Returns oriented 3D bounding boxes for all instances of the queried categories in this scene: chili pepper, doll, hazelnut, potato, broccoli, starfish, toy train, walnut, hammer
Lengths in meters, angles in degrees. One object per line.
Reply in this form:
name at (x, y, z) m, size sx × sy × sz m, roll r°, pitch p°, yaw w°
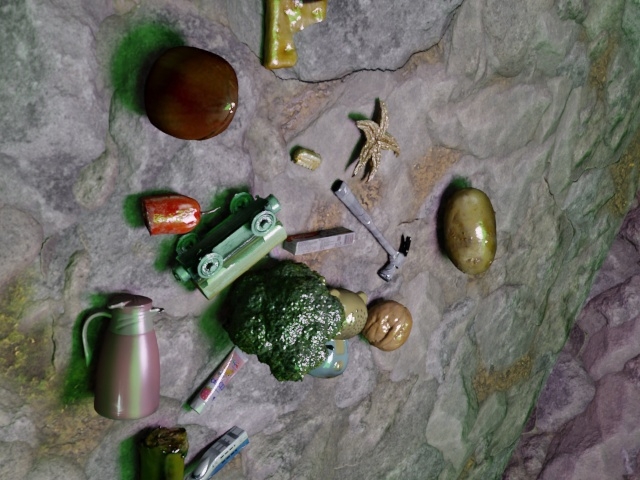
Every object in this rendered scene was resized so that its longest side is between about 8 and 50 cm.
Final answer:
chili pepper at (-0.312, -0.062, 1.546) m, size 0.192 × 0.084 × 0.086 m, roll -9°, pitch 132°, yaw -35°
doll at (0.032, 0.257, 1.969) m, size 0.177 × 0.161 × 0.260 m, roll 12°, pitch 104°, yaw -44°
hazelnut at (-0.252, -0.292, 1.401) m, size 0.208 × 0.208 × 0.208 m, roll -20°, pitch 123°, yaw -35°
potato at (0.486, -0.029, 2.233) m, size 0.210 × 0.173 × 0.307 m, roll -62°, pitch 145°, yaw -58°
broccoli at (-0.084, 0.215, 1.790) m, size 0.321 × 0.304 × 0.283 m, roll -31°, pitch 159°, yaw -26°
starfish at (0.153, -0.269, 1.909) m, size 0.240 × 0.043 × 0.227 m, roll 17°, pitch 100°, yaw -49°
toy train at (-0.295, 0.604, 1.883) m, size 0.234 × 0.052 × 0.051 m, roll -35°, pitch 127°, yaw -39°
toy train at (-0.205, 0.021, 1.641) m, size 0.307 × 0.126 × 0.189 m, roll -40°, pitch 130°, yaw -16°
walnut at (0.210, 0.266, 2.159) m, size 0.167 × 0.149 × 0.166 m, roll -2°, pitch 109°, yaw -7°
hammer at (0.146, -0.033, 2.020) m, size 0.152 × 0.044 × 0.427 m, roll -55°, pitch 136°, yaw -9°

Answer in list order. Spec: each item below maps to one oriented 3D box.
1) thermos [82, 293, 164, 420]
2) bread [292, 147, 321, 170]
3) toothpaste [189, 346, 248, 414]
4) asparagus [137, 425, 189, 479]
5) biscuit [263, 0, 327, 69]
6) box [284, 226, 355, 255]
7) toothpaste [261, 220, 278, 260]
thermos at (-0.445, 0.253, 1.548) m, size 0.176 × 0.146 × 0.265 m, roll 1°, pitch 102°, yaw -17°
bread at (-0.036, -0.211, 1.767) m, size 0.088 × 0.033 × 0.049 m, roll 12°, pitch 116°, yaw -41°
toothpaste at (-0.271, 0.376, 1.833) m, size 0.194 × 0.043 × 0.067 m, roll -50°, pitch 133°, yaw -20°
asparagus at (-0.414, 0.649, 1.776) m, size 0.128 × 0.108 × 0.381 m, roll 4°, pitch 112°, yaw -11°
biscuit at (-0.061, -0.490, 1.604) m, size 0.174 × 0.039 × 0.183 m, roll -11°, pitch 118°, yaw -42°
box at (0.000, 0.000, 1.888) m, size 0.218 × 0.055 × 0.039 m, roll -10°, pitch 115°, yaw -40°
toothpaste at (-0.140, -0.013, 1.770) m, size 0.045 × 0.028 × 0.170 m, roll -33°, pitch 128°, yaw -19°
